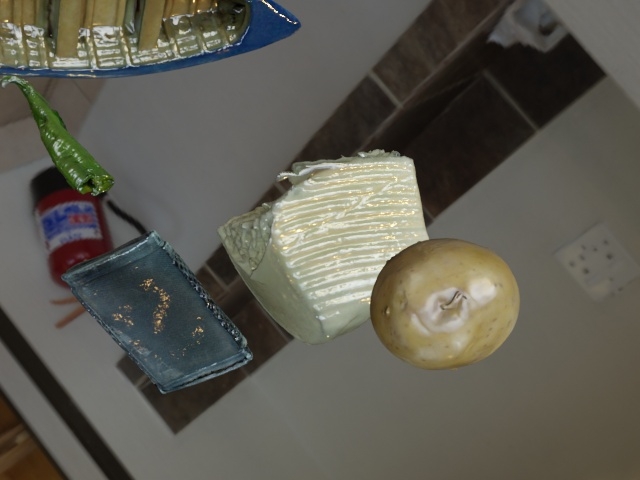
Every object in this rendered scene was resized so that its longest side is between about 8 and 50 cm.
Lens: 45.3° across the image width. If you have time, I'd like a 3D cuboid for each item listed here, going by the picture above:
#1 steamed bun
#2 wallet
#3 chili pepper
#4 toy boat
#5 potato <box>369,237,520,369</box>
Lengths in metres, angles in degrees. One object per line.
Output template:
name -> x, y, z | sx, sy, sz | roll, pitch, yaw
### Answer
steamed bun -> 0.000, 0.000, 1.204 | 0.291, 0.273, 0.272 | -21, -170, -21
wallet -> -0.312, 0.143, 1.509 | 0.237, 0.342, 0.075 | -22, -151, 22
chili pepper -> -0.544, -0.215, 1.567 | 0.085, 0.359, 0.076 | -22, 146, -39
toy boat -> -0.116, -0.136, 0.450 | 0.229, 0.046, 0.080 | -12, 137, -34
potato -> 0.102, 0.051, 0.635 | 0.119, 0.109, 0.178 | -27, 179, 8
